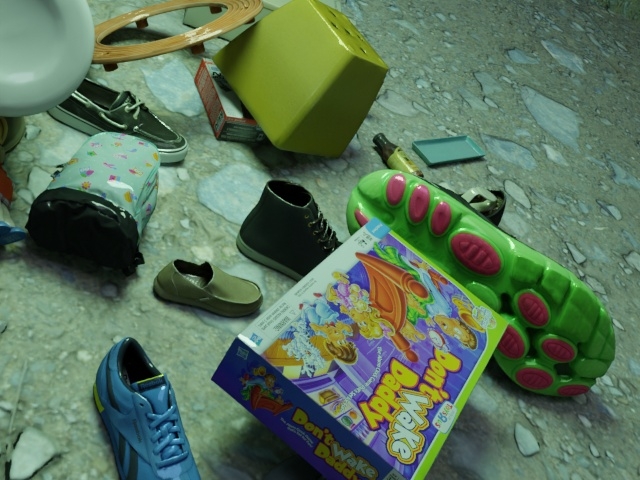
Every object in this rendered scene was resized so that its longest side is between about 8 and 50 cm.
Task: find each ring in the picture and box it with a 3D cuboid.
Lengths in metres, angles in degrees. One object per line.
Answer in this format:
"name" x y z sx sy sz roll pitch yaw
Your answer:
"ring" -0.256 -0.347 1.223 0.336 0.032 0.337 -10 30 6

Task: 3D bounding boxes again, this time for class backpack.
"backpack" -0.271 -0.056 0.948 0.151 0.115 0.182 23 34 -6

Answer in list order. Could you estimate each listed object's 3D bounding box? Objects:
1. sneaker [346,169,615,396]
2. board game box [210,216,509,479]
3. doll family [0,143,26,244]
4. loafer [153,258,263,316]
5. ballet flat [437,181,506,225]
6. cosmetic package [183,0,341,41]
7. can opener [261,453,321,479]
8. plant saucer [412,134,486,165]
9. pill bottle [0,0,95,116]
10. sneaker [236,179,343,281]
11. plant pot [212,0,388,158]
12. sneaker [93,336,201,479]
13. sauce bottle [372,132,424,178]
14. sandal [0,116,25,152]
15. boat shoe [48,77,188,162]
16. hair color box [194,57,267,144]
"sneaker" 0.256 0.046 1.126 0.482 0.185 0.202 42 19 -5
"board game box" 0.067 0.128 0.881 0.233 0.078 0.347 39 35 9
"doll family" -0.447 -0.090 0.820 0.118 0.263 0.163 -22 67 1
"loafer" -0.139 0.060 0.957 0.147 0.050 0.056 10 42 -25
"ballet flat" 0.226 -0.058 1.299 0.280 0.096 0.095 -10 53 -40
"cosmetic package" -0.116 -0.472 1.526 0.309 0.113 0.160 15 40 -18
"can opener" 0.041 0.246 0.849 0.093 0.074 0.280 46 39 18
"plant saucer" 0.267 -0.187 1.539 0.192 0.018 0.067 -12 54 -43
"pill bottle" -0.421 -0.258 0.920 0.187 0.188 0.334 -1 13 -35
"sneaker" 0.000 0.000 1.063 0.221 0.118 0.083 20 38 -14
"plant pot" -0.015 -0.288 1.261 0.212 0.187 0.212 54 26 18
"sneaker" -0.173 0.194 0.760 0.069 0.082 0.209 -7 53 -42
"sauce bottle" 0.144 -0.154 1.397 0.042 0.042 0.128 -13 56 -42
"sandal" -0.450 -0.142 0.977 0.072 0.049 0.180 28 37 -4
"boat shoe" -0.299 -0.185 1.110 0.219 0.070 0.078 21 38 -13
"hair color box" -0.152 -0.244 1.291 0.093 0.053 0.167 3 46 -33
